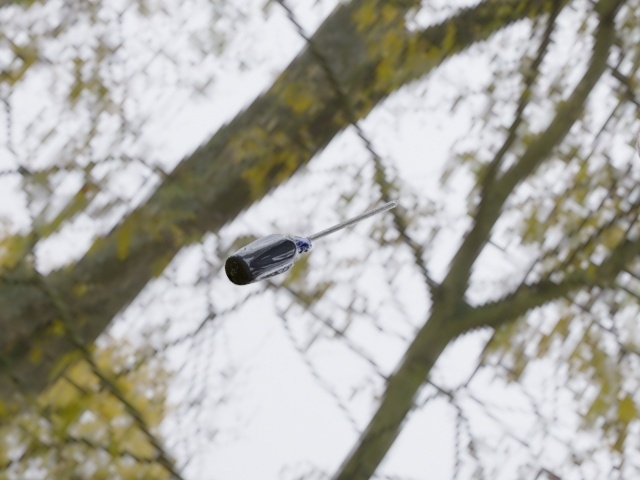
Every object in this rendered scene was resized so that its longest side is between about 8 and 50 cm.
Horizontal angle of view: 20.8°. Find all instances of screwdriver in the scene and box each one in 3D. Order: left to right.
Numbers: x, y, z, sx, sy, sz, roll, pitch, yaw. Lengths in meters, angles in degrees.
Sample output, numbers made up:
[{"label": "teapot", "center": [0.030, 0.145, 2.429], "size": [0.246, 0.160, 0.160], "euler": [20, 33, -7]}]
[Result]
[{"label": "screwdriver", "center": [0.000, 0.000, 1.051], "size": [0.024, 0.170, 0.025], "euler": [13, -73, 34]}]

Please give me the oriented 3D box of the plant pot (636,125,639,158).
[{"label": "plant pot", "center": [0.360, -0.102, 1.045], "size": [0.203, 0.291, 0.291], "euler": [37, -27, -6]}]
